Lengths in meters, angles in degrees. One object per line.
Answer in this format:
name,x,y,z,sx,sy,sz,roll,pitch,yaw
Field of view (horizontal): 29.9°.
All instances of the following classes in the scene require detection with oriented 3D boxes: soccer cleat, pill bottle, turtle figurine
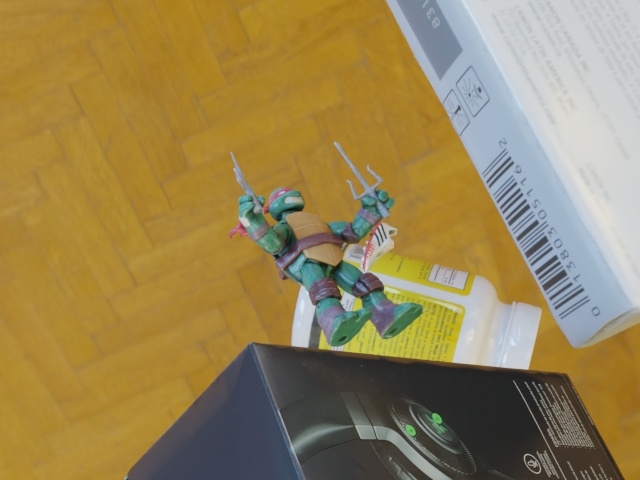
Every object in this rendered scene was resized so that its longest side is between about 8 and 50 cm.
soccer cleat,0.076,0.009,1.550,0.035,0.083,0.029,16,138,7
pill bottle,0.140,0.124,1.729,0.334,0.188,0.188,15,120,10
turtle figurine,0.000,0.000,1.242,0.175,0.234,0.118,-17,150,-28

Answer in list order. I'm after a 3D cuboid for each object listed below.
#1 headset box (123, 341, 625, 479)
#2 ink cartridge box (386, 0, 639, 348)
headset box,0.059,0.195,0.630,0.283,0.246,0.131,10,134,-42
ink cartridge box,0.261,-0.141,0.813,0.385,0.308,0.091,-21,166,-23
